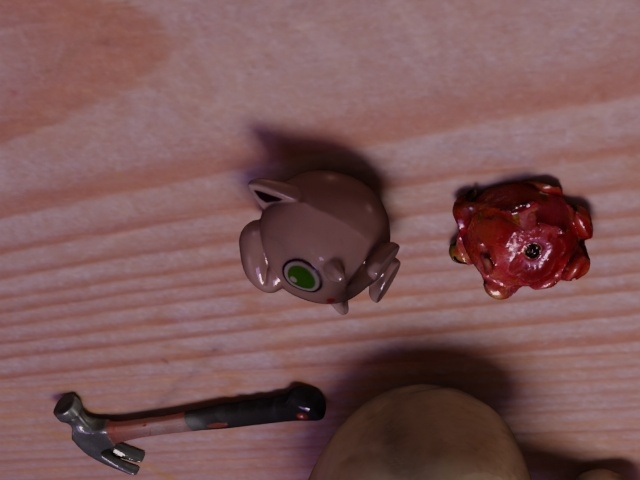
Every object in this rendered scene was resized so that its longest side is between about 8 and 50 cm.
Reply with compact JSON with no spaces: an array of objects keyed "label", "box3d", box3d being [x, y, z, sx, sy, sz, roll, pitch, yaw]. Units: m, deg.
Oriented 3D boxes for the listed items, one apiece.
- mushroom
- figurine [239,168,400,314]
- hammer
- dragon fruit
[{"label":"mushroom","box3d":[0.107,0.269,1.695,0.315,0.356,0.315,38,155,21]},{"label":"figurine","box3d":[0.000,0.000,1.534,0.138,0.125,0.125,25,139,8]},{"label":"hammer","box3d":[-0.129,0.185,1.834,0.287,0.033,0.111,-11,131,26]},{"label":"dragon fruit","box3d":[0.169,0.004,1.531,0.126,0.068,0.112,6,135,10]}]
